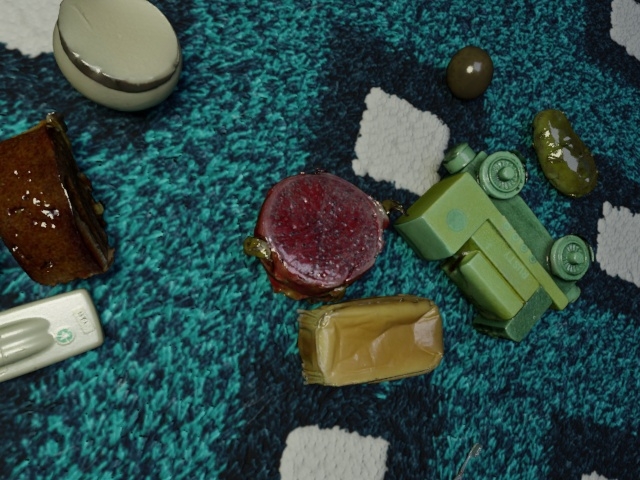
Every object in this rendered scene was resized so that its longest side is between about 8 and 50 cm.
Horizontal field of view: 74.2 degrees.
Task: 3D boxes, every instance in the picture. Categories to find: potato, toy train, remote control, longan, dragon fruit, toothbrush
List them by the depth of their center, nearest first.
[{"bbox_3d":[-0.415,0.138,0.554,0.231,0.049,0.090,-19,91,-25],"label":"remote control"},{"bbox_3d":[0.000,0.000,0.706,0.283,0.147,0.210,-16,79,-26],"label":"dragon fruit"},{"bbox_3d":[0.248,0.461,0.788,0.013,0.019,0.193,47,70,-10],"label":"toothbrush"},{"bbox_3d":[0.338,0.011,0.827,0.253,0.160,0.397,-43,98,-15],"label":"toy train"},{"bbox_3d":[0.322,-0.355,0.911,0.119,0.106,0.106,28,66,-60],"label":"longan"},{"bbox_3d":[0.561,-0.200,0.980,0.117,0.090,0.225,-35,96,-23],"label":"potato"}]

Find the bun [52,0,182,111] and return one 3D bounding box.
[{"bbox_3d":[-0.297,-0.271,0.630,0.173,0.120,0.172,7,74,-27],"label":"bun"}]

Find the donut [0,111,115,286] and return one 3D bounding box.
[{"bbox_3d":[-0.363,-0.049,0.558,0.126,0.144,0.186,-22,126,-7],"label":"donut"}]

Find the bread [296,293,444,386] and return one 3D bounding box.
[{"bbox_3d":[0.084,0.165,0.720,0.242,0.107,0.136,-3,85,-22],"label":"bread"}]
